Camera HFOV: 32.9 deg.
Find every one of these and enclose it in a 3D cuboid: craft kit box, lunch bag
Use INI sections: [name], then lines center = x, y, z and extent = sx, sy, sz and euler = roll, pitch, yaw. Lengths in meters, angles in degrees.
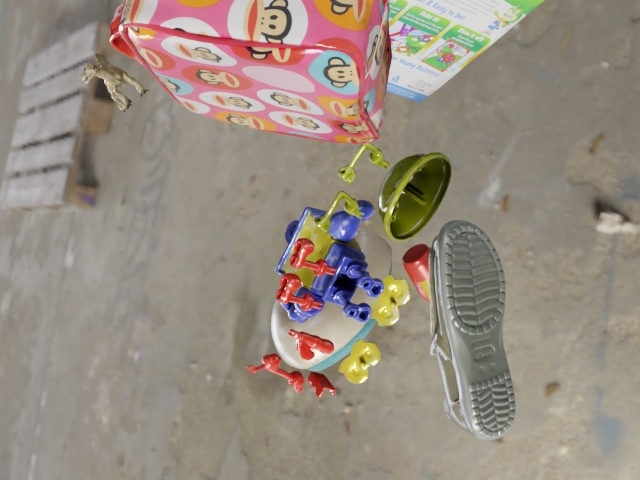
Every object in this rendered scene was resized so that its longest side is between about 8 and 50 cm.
[craft kit box]
center = 0.118, -0.283, 1.317
extent = 0.247, 0.250, 0.060
euler = -34, 58, 36
[lunch bag]
center = -0.067, -0.181, 1.015
extent = 0.293, 0.258, 0.120
euler = 62, -143, -79

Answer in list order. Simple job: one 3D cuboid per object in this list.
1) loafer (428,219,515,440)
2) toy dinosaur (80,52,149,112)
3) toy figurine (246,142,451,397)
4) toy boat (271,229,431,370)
[loafer]
center = 0.157, 0.103, 1.244
extent = 0.087, 0.094, 0.251
euler = -11, 83, 57
[toy dinosaur]
center = -0.303, -0.243, 1.616
extent = 0.053, 0.092, 0.183
euler = -38, 8, 7
[toy figurine]
center = 0.000, 0.000, 1.459
extent = 0.217, 0.191, 0.362
euler = 44, 115, 52
[toy boat]
center = 0.075, 0.094, 1.628
extent = 0.318, 0.148, 0.267
euler = -13, 36, 39
